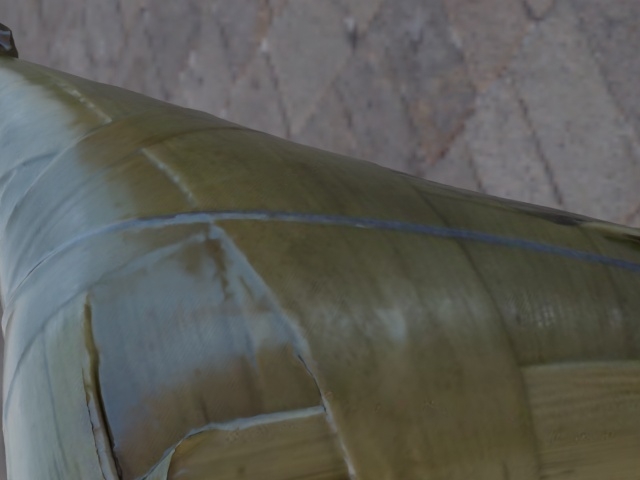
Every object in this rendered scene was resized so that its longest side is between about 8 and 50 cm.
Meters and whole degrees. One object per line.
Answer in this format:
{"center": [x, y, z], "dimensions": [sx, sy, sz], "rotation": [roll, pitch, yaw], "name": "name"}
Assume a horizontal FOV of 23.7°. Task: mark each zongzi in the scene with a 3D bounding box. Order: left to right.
{"center": [0.000, 0.000, 0.511], "dimensions": [0.115, 0.228, 0.256], "rotation": [91, 164, -44], "name": "zongzi"}
